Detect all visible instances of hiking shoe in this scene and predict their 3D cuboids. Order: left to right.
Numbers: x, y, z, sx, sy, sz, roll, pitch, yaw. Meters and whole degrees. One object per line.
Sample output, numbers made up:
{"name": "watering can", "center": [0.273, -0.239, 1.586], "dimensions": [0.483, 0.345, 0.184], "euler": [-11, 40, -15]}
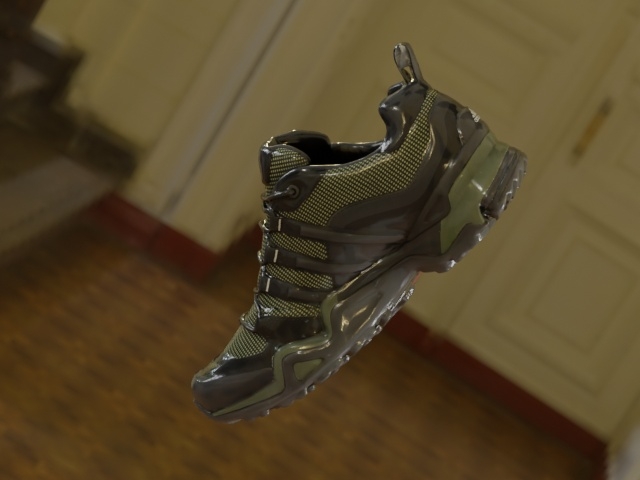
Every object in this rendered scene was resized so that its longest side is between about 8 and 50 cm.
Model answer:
{"name": "hiking shoe", "center": [0.000, 0.000, 1.038], "dimensions": [0.114, 0.227, 0.086], "euler": [48, 17, 2]}
